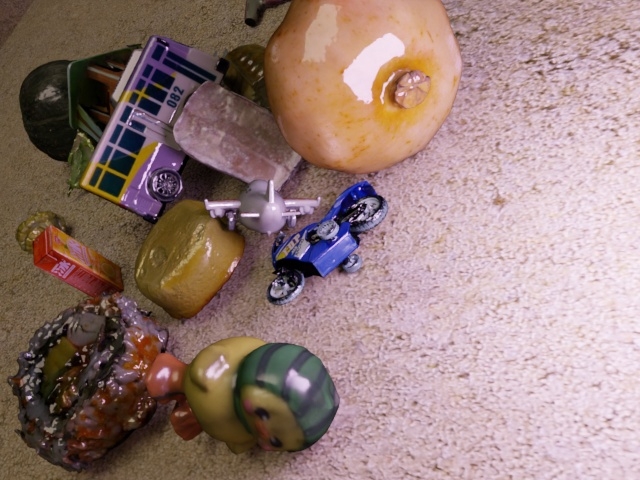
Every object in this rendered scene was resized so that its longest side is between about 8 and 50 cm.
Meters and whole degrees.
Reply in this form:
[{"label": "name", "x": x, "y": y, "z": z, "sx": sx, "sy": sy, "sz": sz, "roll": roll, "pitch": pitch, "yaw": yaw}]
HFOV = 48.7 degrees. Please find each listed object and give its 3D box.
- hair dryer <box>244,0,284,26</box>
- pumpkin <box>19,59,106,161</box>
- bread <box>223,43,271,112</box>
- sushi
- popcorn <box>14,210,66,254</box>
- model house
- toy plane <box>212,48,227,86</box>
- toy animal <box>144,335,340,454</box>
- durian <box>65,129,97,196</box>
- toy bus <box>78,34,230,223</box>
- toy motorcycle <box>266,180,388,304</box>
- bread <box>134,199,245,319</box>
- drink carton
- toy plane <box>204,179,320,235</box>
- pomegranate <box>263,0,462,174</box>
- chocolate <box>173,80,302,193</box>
[{"label": "hair dryer", "x": -0.155, "y": -0.701, "z": 2.094, "sx": 0.154, "sy": 0.054, "sz": 0.106, "roll": -12, "pitch": 57, "yaw": 26}, {"label": "pumpkin", "x": -0.799, "y": -0.410, "z": 2.222, "sx": 0.257, "sy": 0.292, "sz": 0.328, "roll": -17, "pitch": 35, "yaw": 0}, {"label": "bread", "x": -0.169, "y": -0.428, "z": 1.844, "sx": 0.152, "sy": 0.130, "sz": 0.268, "roll": -46, "pitch": 41, "yaw": 5}, {"label": "sushi", "x": -0.512, "y": 0.297, "z": 1.546, "sx": 0.417, "sy": 0.176, "sz": 0.418, "roll": -21, "pitch": 49, "yaw": 26}, {"label": "popcorn", "x": -0.810, "y": -0.022, "z": 2.047, "sx": 0.162, "sy": 0.135, "sz": 0.141, "roll": 45, "pitch": 113, "yaw": 35}, {"label": "model house", "x": -0.516, "y": -0.354, "z": 2.074, "sx": 0.323, "sy": 0.340, "sz": 0.300, "roll": 22, "pitch": 33, "yaw": 22}, {"label": "toy plane", "x": -0.314, "y": -0.387, "z": 1.955, "sx": 0.212, "sy": 0.088, "sz": 0.267, "roll": -42, "pitch": 40, "yaw": 40}, {"label": "toy animal", "x": -0.122, "y": 0.263, "z": 1.258, "sx": 0.338, "sy": 0.216, "sz": 0.191, "roll": -5, "pitch": 30, "yaw": 32}, {"label": "durian", "x": -0.707, "y": -0.223, "z": 2.126, "sx": 0.086, "sy": 0.100, "sz": 0.215, "roll": -112, "pitch": 35, "yaw": -69}, {"label": "toy bus", "x": -0.412, "y": -0.282, "z": 1.761, "sx": 0.440, "sy": 0.249, "sz": 0.209, "roll": -65, "pitch": 14, "yaw": -5}, {"label": "toy motorcycle", "x": 0.000, "y": 0.000, "z": 1.414, "sx": 0.315, "sy": 0.113, "sz": 0.169, "roll": -41, "pitch": 33, "yaw": -7}, {"label": "bread", "x": -0.296, "y": 0.038, "z": 1.590, "sx": 0.270, "sy": 0.148, "sz": 0.270, "roll": -24, "pitch": 46, "yaw": 28}, {"label": "drink carton", "x": -0.598, "y": 0.063, "z": 1.751, "sx": 0.071, "sy": 0.223, "sz": 0.096, "roll": -38, "pitch": 43, "yaw": 11}, {"label": "toy plane", "x": -0.121, "y": -0.075, "z": 1.481, "sx": 0.244, "sy": 0.244, "sz": 0.117, "roll": 6, "pitch": 101, "yaw": 41}, {"label": "pomegranate", "x": 0.083, "y": -0.325, "z": 1.384, "sx": 0.411, "sy": 0.411, "sz": 0.412, "roll": -21, "pitch": 49, "yaw": 26}, {"label": "chocolate", "x": -0.186, "y": -0.229, "z": 1.648, "sx": 0.303, "sy": 0.100, "sz": 0.185, "roll": 30, "pitch": 83, "yaw": 3}]
